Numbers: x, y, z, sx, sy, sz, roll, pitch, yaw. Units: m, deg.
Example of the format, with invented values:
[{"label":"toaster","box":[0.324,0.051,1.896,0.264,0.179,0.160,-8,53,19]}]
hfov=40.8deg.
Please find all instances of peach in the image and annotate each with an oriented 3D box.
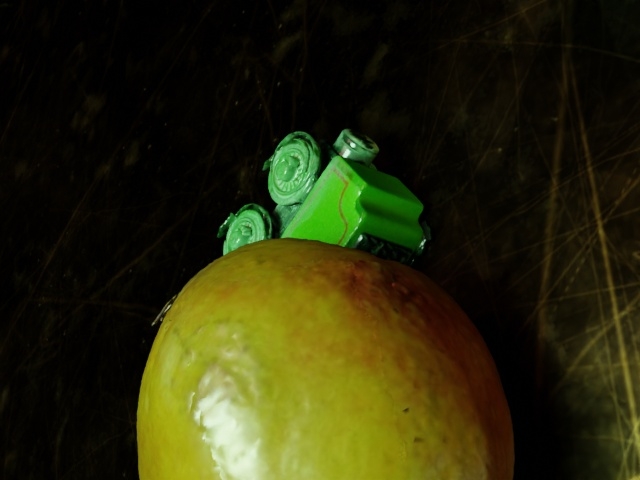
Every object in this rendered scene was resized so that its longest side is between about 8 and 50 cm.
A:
[{"label":"peach","box":[-0.009,0.184,0.761,0.373,0.290,0.372,-1,81,7]}]

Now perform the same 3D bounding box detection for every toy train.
[{"label":"toy train","box":[0.000,0.000,0.972,0.243,0.132,0.188,-57,45,17]}]
